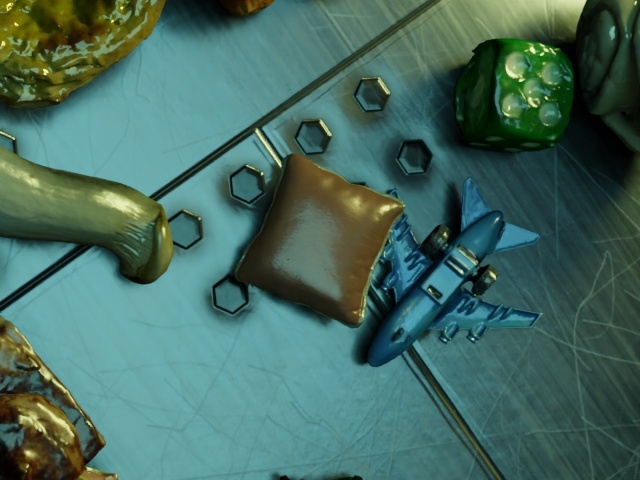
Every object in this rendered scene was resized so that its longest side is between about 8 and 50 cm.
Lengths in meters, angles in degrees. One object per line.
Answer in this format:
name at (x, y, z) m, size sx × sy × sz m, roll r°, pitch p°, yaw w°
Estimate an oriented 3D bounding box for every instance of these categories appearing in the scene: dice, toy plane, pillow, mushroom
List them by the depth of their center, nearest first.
mushroom at (-0.318, -0.054, 1.466) m, size 0.328 × 0.159 × 0.122 m, roll 23°, pitch 124°, yaw -22°
pillow at (0.000, 0.000, 1.583) m, size 0.171 × 0.075 × 0.179 m, roll 24°, pitch 78°, yaw -7°
toy plane at (0.153, 0.055, 1.616) m, size 0.254 × 0.105 × 0.271 m, roll 40°, pitch 72°, yaw 4°
dice at (0.251, -0.184, 1.643) m, size 0.120 × 0.128 × 0.131 m, roll 8°, pitch 83°, yaw -17°

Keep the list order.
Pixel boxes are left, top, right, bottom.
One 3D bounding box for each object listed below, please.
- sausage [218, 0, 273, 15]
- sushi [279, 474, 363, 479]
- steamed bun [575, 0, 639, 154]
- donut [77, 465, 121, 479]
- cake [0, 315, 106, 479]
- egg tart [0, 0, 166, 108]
sausage at (-0.120, -0.422, 1.574) m, size 0.089 × 0.083 × 0.300 m, roll -12°, pitch 87°, yaw -5°
sushi at (0.078, 0.374, 1.557) m, size 0.287 × 0.140 × 0.149 m, roll 25°, pitch 117°, yaw -14°
steamed bun at (0.432, -0.229, 1.621) m, size 0.207 × 0.280 × 0.268 m, roll -9°, pitch 130°, yaw -9°
donut at (-0.296, 0.340, 1.406) m, size 0.085 × 0.233 × 0.199 m, roll 32°, pitch 37°, yaw -8°
cake at (-0.365, 0.203, 1.351) m, size 0.196 × 0.293 × 0.199 m, roll -42°, pitch 102°, yaw -16°
egg tart at (-0.344, -0.324, 1.476) m, size 0.341 × 0.129 × 0.341 m, roll 1°, pitch 88°, yaw -16°
